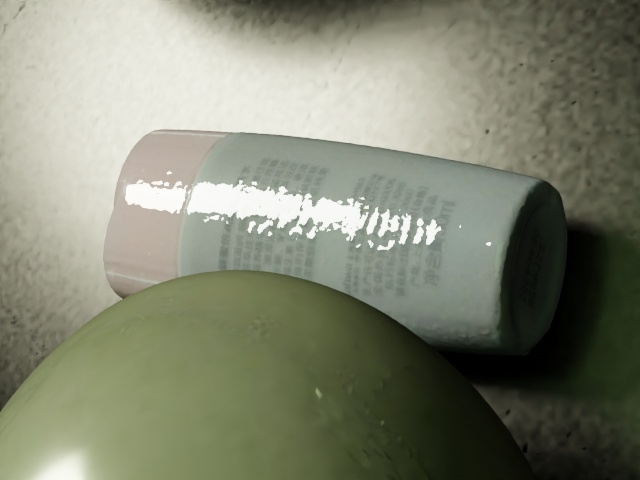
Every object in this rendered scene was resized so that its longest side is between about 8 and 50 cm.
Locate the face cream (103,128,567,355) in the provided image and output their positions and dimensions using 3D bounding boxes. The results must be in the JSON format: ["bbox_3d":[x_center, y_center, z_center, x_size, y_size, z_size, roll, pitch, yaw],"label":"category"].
[{"bbox_3d":[0.000,0.000,0.549,0.198,0.057,0.084,9,80,35],"label":"face cream"}]

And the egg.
[{"bbox_3d":[-0.020,0.142,0.423,0.219,0.219,0.269,-26,59,23],"label":"egg"}]
